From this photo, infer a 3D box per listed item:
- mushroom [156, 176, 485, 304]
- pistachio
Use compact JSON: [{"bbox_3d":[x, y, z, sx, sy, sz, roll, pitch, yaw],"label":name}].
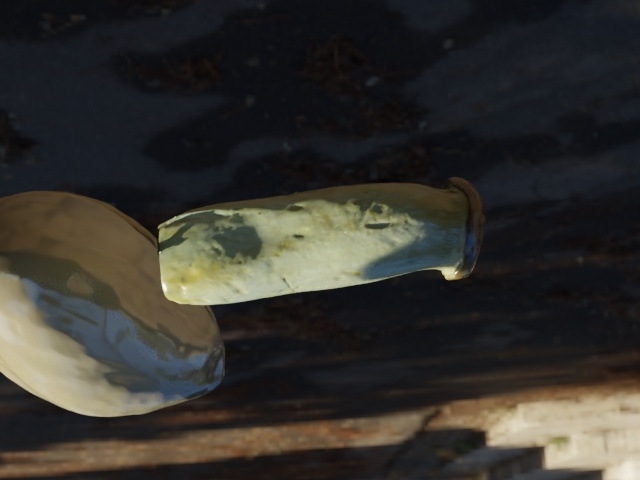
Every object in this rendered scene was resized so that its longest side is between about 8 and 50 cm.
[{"bbox_3d":[0.000,0.000,1.140,0.312,0.100,0.081,-6,157,7],"label":"mushroom"},{"bbox_3d":[-0.258,0.079,1.354,0.332,0.226,0.208,34,177,-10],"label":"pistachio"}]
